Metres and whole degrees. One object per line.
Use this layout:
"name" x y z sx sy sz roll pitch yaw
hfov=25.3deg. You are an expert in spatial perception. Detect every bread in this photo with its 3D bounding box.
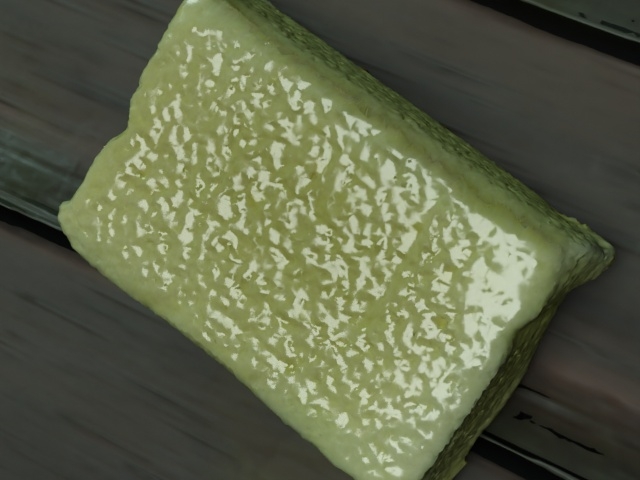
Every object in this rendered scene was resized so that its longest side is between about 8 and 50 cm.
"bread" 0.001 0.001 0.555 0.188 0.068 0.125 37 104 16
